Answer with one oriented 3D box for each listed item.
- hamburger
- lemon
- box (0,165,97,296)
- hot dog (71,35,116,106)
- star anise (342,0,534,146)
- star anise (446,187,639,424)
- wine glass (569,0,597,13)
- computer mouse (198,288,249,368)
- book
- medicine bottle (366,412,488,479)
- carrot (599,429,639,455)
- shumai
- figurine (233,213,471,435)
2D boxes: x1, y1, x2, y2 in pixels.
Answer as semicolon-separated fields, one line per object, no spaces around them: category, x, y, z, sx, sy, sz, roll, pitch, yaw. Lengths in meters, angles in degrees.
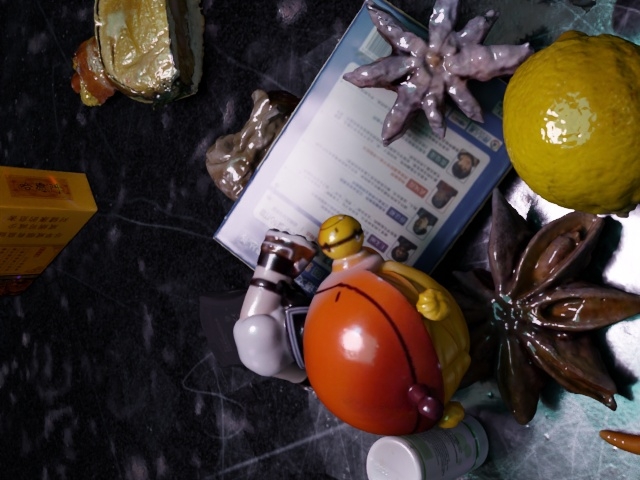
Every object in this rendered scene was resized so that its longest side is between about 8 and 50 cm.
hamburger;-0.344;-0.396;1.377;0.211;0.132;0.308;-7;89;21
lemon;0.310;-0.133;0.828;0.192;0.192;0.231;-20;80;38
box;-0.742;-0.006;1.647;0.415;0.264;0.115;-38;68;33
hot dog;-0.462;-0.380;1.527;0.213;0.103;0.146;-31;67;33
star anise;0.148;-0.228;0.909;0.237;0.093;0.229;8;99;14
star anise;0.254;0.088;0.927;0.315;0.108;0.315;0;90;43
wine glass;0.249;-0.450;0.867;0.323;0.238;0.238;43;115;22
computer mouse;-0.115;0.146;1.241;0.264;0.088;0.146;-9;100;39
book;0.072;-0.086;1.016;0.300;0.039;0.428;37;105;7
medicine bottle;0.146;0.289;0.958;0.086;0.183;0.086;-1;89;39
carrot;0.402;0.242;0.848;0.142;0.035;0.035;-10;82;43
shumai;-0.068;-0.129;1.124;0.218;0.184;0.185;53;149;23
figurine;0.048;0.129;0.902;0.323;0.196;0.319;7;122;38
